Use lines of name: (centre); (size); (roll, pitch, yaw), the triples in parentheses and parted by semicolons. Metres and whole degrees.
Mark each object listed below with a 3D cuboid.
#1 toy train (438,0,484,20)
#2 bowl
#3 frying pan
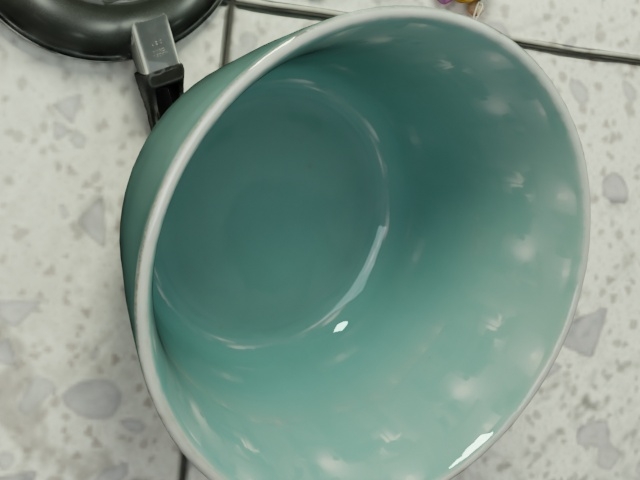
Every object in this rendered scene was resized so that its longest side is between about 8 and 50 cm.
toy train: (0.072, -0.173, 0.935); (0.166, 0.046, 0.125); (34, 83, -23)
bowl: (0.000, 0.000, 0.849); (0.311, 0.163, 0.312); (-9, 109, -28)
frying pan: (-0.140, -0.147, 0.853); (0.197, 0.053, 0.326); (2, 93, -22)
